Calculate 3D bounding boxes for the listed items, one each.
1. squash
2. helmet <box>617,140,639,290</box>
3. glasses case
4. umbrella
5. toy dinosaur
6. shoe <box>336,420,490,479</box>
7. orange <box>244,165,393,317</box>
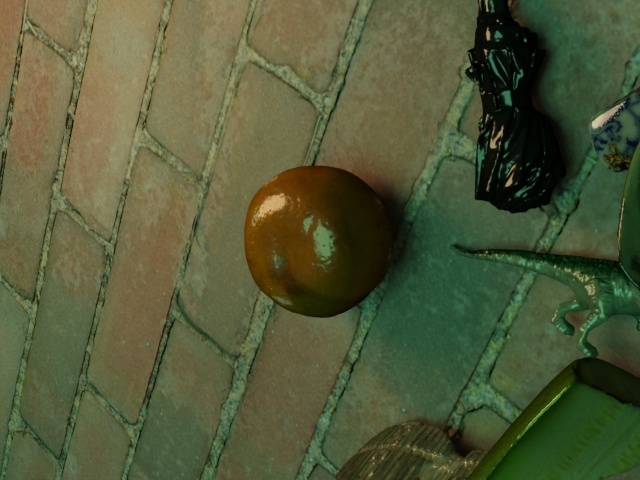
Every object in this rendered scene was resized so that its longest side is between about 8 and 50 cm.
[{"bbox_3d":[0.295,0.281,1.165,0.289,0.203,0.111,-59,17,20],"label":"squash"},{"bbox_3d":[0.419,-0.038,0.953,0.204,0.137,0.258,27,93,19],"label":"helmet"},{"bbox_3d":[0.417,-0.154,1.030,0.248,0.065,0.087,-27,83,41],"label":"glasses case"},{"bbox_3d":[0.234,-0.204,1.168,0.118,0.118,0.340,-9,90,43],"label":"umbrella"},{"bbox_3d":[0.312,0.081,1.172,0.383,0.076,0.129,8,79,33],"label":"toy dinosaur"},{"bbox_3d":[0.174,0.404,1.332,0.351,0.172,0.198,8,127,54],"label":"shoe"},{"bbox_3d":[0.000,0.000,1.372,0.240,0.171,0.240,9,106,36],"label":"orange"}]
